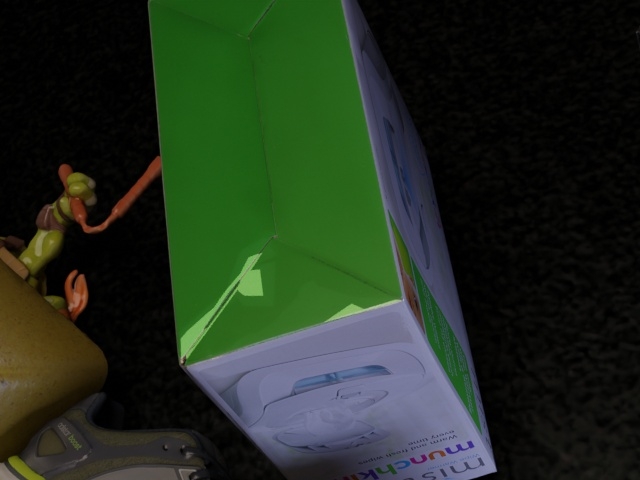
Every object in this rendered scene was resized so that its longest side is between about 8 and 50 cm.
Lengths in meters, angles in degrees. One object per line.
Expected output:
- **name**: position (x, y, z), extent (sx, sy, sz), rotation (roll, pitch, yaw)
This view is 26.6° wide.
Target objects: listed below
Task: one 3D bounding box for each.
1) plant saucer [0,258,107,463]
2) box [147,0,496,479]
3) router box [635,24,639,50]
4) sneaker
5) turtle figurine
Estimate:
- **plant saucer**: position (-0.368, 0.095, 0.880), extent (0.333, 0.081, 0.332), rotation (42, 84, 1)
- **box**: position (0.000, 0.000, 0.819), extent (0.127, 0.231, 0.262), rotation (-17, 54, 11)
- **router box**: position (0.396, -0.165, 0.858), extent (0.309, 0.081, 0.243), rotation (19, 67, 31)
- **sneaker**: position (-0.084, 0.182, 0.818), extent (0.300, 0.111, 0.121), rotation (26, 67, 30)
- **turtle figurine**: position (-0.249, 0.009, 0.998), extent (0.217, 0.087, 0.269), rotation (36, 87, 15)
